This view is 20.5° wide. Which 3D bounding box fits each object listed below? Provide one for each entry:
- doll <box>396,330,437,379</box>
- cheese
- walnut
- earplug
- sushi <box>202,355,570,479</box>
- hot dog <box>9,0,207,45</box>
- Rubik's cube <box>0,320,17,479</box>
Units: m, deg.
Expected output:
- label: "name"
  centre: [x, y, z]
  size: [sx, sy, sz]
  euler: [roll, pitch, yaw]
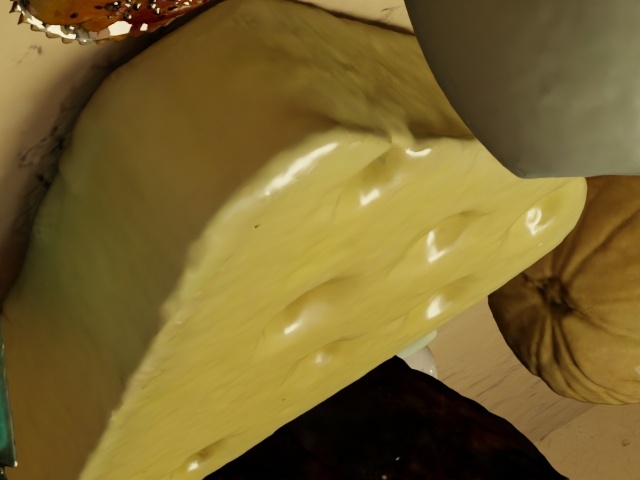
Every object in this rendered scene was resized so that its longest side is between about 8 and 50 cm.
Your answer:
- label: "doll"
  centre: [0.042, 0.111, 1.482]
  size: [0.129, 0.081, 0.207]
  euler: [-44, 161, 10]
- label: "cheese"
  centre: [0.000, -0.001, 0.975]
  size: [0.384, 0.104, 0.384]
  euler: [-30, 160, -13]
- label: "walnut"
  centre: [0.230, 0.012, 1.333]
  size: [0.228, 0.228, 0.228]
  euler: [-31, 164, -10]
- label: "earplug"
  centre: [0.163, -0.165, 0.717]
  size: [0.214, 0.175, 0.325]
  euler: [-2, 134, -54]
- label: "sushi"
  centre: [-0.002, 0.206, 1.241]
  size: [0.281, 0.294, 0.299]
  euler: [-20, 139, -55]
- label: "hot dog"
  centre: [-0.039, -0.136, 0.627]
  size: [0.108, 0.059, 0.191]
  euler: [-13, 157, -41]
- label: "Rubik's cube"
  centre: [-0.194, 0.098, 0.695]
  size: [0.250, 0.234, 0.284]
  euler: [-25, 163, -25]
